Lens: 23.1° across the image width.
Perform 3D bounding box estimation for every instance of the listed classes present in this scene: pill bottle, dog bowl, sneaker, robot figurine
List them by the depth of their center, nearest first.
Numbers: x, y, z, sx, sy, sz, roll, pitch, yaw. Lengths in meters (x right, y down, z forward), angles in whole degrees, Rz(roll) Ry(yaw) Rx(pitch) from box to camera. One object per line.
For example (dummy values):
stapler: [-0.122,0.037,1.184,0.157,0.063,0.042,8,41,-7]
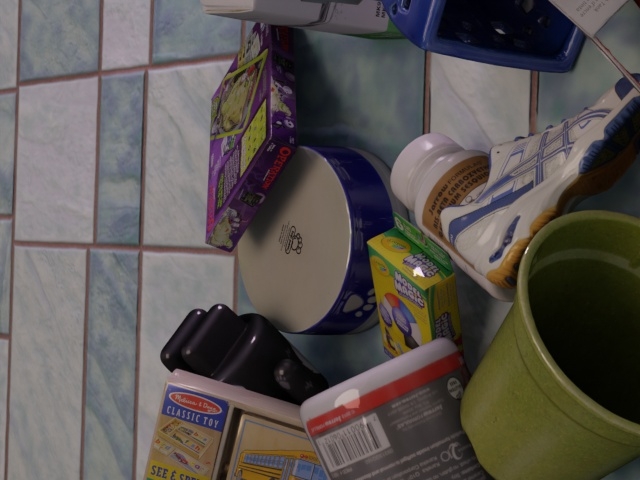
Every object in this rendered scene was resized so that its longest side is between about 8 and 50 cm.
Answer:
sneaker: [0.254,-0.091,1.753,0.296,0.112,0.131,-47,59,-8]
pill bottle: [0.138,0.316,1.856,0.210,0.210,0.363,-30,83,47]
pill bottle: [0.190,-0.036,1.914,0.229,0.131,0.131,44,122,43]
robot figurine: [-0.087,0.210,2.155,0.173,0.278,0.209,-41,19,7]
dog bowl: [0.000,0.000,2.175,0.265,0.104,0.265,-2,87,52]

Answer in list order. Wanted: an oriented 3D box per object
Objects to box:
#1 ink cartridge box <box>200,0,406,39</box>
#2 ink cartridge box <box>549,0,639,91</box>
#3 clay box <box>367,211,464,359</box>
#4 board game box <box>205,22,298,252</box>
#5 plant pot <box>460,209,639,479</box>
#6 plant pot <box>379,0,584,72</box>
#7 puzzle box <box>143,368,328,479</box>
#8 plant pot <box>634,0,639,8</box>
ink cartridge box: [0.000,-0.381,2.040,0.121,0.289,0.211,10,97,52]
ink cartridge box: [0.253,-0.263,1.585,0.066,0.261,0.296,-46,20,13]
clay box: [0.121,0.082,1.979,0.127,0.053,0.222,40,151,45]
board game box: [-0.100,-0.169,2.242,0.208,0.056,0.347,-51,26,33]
plant pot: [0.286,0.151,1.714,0.254,0.276,0.276,-58,46,49]
plant pot: [0.189,-0.350,1.856,0.212,0.236,0.236,42,121,51]
puzzle box: [-0.033,0.352,2.042,0.408,0.052,0.272,16,105,8]
plant pot: [0.417,-0.367,1.556,0.267,0.267,0.236,-66,34,26]
